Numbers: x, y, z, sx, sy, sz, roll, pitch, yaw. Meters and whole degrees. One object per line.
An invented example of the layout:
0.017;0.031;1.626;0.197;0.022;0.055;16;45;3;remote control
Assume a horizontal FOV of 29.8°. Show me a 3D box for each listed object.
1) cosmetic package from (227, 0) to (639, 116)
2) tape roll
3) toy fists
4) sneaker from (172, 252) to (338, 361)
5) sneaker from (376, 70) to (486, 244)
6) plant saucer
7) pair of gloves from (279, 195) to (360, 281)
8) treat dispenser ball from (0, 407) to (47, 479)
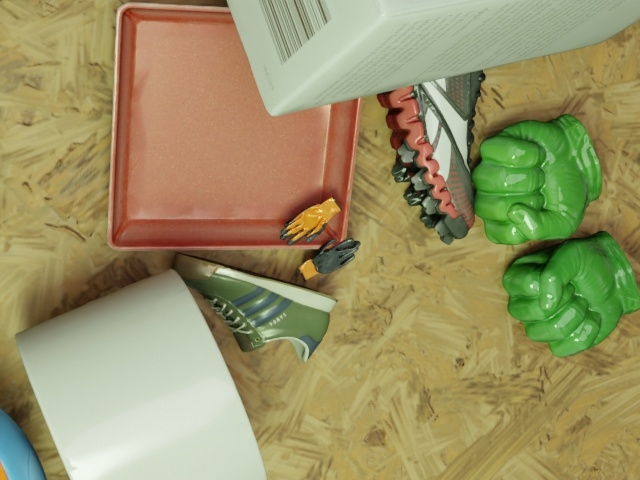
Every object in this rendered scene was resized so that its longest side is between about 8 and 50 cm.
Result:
0.159;-0.270;1.153;0.453;0.230;0.162;-16;82;-31;cosmetic package
-0.176;0.170;1.182;0.169;0.246;0.246;-24;104;-13;tape roll
0.264;-0.001;1.369;0.142;0.096;0.279;-24;105;-11;toy fists
-0.076;0.078;1.288;0.192;0.064;0.086;17;90;-25;sneaker
0.129;-0.135;1.306;0.135;0.097;0.276;-23;102;-10;sneaker
-0.089;-0.117;1.245;0.259;0.048;0.259;-1;113;-17;plant saucer
0.000;0.000;1.291;0.074;0.010;0.083;-30;119;-3;pair of gloves
-0.394;0.266;1.105;0.288;0.288;0.288;-2;98;-16;treat dispenser ball
